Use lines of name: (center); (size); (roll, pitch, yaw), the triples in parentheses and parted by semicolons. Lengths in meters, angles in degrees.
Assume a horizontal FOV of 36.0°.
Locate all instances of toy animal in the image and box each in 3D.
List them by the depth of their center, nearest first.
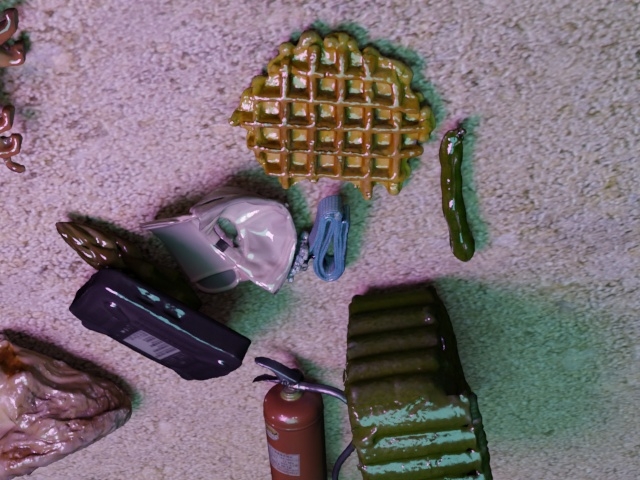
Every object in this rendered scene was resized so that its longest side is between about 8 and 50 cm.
toy animal: (-0.529, -0.256, 1.483); (0.157, 0.097, 0.313); (5, 103, -2)

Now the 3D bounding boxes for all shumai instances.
shumai: (-0.532, 0.285, 1.845); (0.314, 0.267, 0.263); (-20, 91, -13)

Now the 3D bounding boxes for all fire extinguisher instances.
fire extinguisher: (-0.016, 0.371, 1.866); (0.200, 0.113, 0.376); (-5, 124, 1)

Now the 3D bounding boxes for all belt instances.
belt: (0.000, -0.004, 1.624); (0.099, 0.065, 0.179); (6, 137, -3)

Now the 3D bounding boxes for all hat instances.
hat: (-0.169, -0.014, 1.646); (0.226, 0.164, 0.219); (16, 152, 43)

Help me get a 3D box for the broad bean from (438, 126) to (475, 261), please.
broad bean: (0.218, -0.072, 1.579); (0.052, 0.052, 0.256); (10, 128, 27)

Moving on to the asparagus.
asparagus: (-0.328, 0.043, 1.697); (0.287, 0.080, 0.080); (30, 122, -13)

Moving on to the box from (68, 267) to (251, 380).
box: (-0.281, 0.149, 1.684); (0.288, 0.073, 0.290); (30, 158, -16)

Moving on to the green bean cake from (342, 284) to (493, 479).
green bean cake: (0.162, 0.267, 1.658); (0.218, 0.319, 0.335); (-7, 127, 7)

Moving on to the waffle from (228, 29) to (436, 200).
waffle: (0.019, -0.180, 1.524); (0.300, 0.058, 0.282); (23, 124, -10)
